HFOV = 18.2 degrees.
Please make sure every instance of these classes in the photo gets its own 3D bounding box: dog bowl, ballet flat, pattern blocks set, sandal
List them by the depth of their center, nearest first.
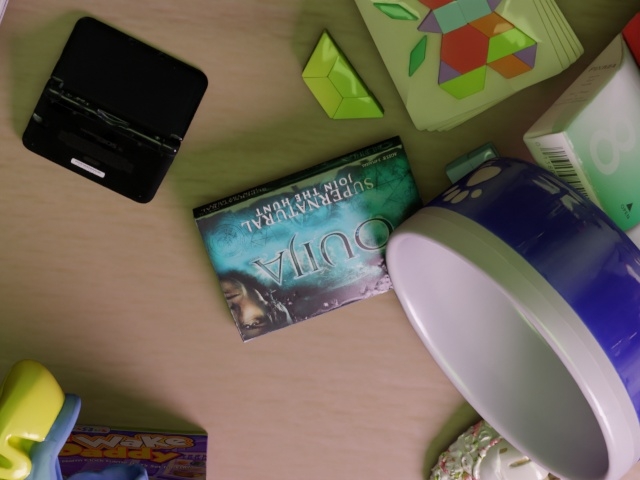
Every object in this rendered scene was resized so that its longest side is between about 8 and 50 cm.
[{"bbox_3d":[-0.225,0.253,1.460,0.138,0.126,0.317,24,100,-11],"label":"sandal"},{"bbox_3d":[0.177,0.066,1.596,0.104,0.265,0.265,-39,101,-16],"label":"dog bowl"},{"bbox_3d":[0.112,-0.190,1.634,0.285,0.026,0.325,-37,105,19],"label":"pattern blocks set"},{"bbox_3d":[0.203,0.172,1.721,0.241,0.077,0.091,-30,104,4],"label":"ballet flat"}]

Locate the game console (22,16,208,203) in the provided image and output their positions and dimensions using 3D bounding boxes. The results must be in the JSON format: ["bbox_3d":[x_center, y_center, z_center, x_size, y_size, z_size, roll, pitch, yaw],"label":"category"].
[{"bbox_3d":[-0.173,-0.108,1.679,0.122,0.071,0.107,26,129,-7],"label":"game console"}]

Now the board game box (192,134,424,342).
[{"bbox_3d":[0.000,0.000,1.689,0.186,0.026,0.126,-20,114,2],"label":"board game box"}]

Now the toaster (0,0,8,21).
[{"bbox_3d":[-0.321,-0.212,1.592,0.146,0.129,0.227,20,99,-9],"label":"toaster"}]

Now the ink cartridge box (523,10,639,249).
[{"bbox_3d":[0.277,-0.078,1.611,0.224,0.056,0.181,-44,115,-29],"label":"ink cartridge box"}]

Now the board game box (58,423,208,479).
[{"bbox_3d":[-0.267,0.215,1.628,0.347,0.233,0.078,4,101,-4],"label":"board game box"}]
